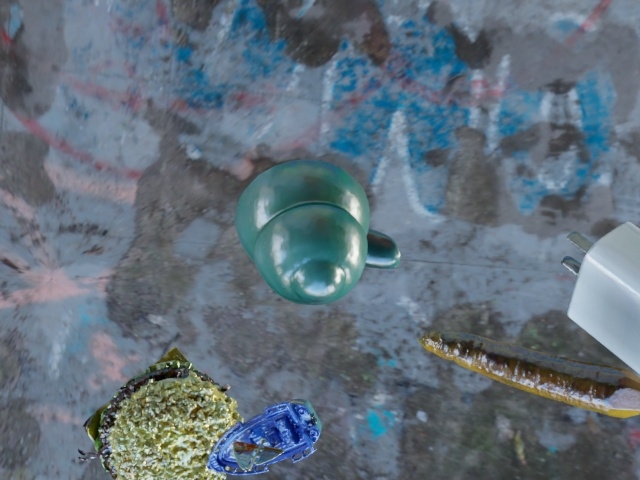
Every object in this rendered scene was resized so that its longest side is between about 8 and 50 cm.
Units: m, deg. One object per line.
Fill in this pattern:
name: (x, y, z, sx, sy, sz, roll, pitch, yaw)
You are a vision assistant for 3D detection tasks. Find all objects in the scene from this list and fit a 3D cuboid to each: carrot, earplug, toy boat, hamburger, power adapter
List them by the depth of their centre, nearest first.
earplug: (-0.004, 0.006, 1.303, 0.163, 0.280, 0.257, -22, 121, 9)
carrot: (0.282, 0.173, 1.429, 0.314, 0.066, 0.066, 15, 83, 18)
toy boat: (-0.089, 0.287, 1.452, 0.175, 0.110, 0.091, -25, 98, 17)
power adapter: (0.485, 0.082, 1.652, 0.124, 0.187, 0.255, -29, 54, -26)
hamburger: (-0.248, 0.320, 1.695, 0.261, 0.138, 0.243, -41, 108, -8)
